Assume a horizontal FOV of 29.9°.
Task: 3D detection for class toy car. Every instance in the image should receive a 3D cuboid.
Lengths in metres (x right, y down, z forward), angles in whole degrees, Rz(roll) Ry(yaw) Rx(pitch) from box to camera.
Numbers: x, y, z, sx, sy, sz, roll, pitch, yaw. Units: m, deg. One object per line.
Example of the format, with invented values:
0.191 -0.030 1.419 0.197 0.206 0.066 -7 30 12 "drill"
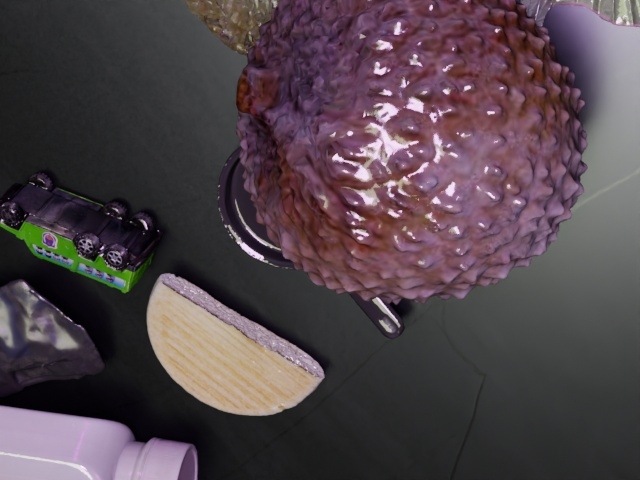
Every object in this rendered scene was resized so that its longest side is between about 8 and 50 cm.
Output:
-0.244 -0.008 1.199 0.165 0.071 0.062 21 130 8 "toy car"

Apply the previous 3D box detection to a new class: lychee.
0.069 -0.095 0.951 0.300 0.300 0.300 6 113 15 "lychee"

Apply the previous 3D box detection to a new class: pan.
0.000 0.000 1.145 0.136 0.028 0.235 -39 93 27 "pan"

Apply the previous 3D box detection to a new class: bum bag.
-0.377 0.119 1.290 0.310 0.074 0.137 -17 115 23 "bum bag"

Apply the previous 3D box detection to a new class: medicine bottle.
-0.285 0.249 1.274 0.296 0.111 0.161 6 139 6 "medicine bottle"

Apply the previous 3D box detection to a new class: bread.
-0.099 0.120 1.223 0.193 0.036 0.112 31 122 0 "bread"

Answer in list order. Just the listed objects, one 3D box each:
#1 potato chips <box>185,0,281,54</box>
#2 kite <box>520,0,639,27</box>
-0.041 -0.266 1.052 0.202 0.029 0.220 -2 112 21 "potato chips"
0.201 -0.243 0.994 0.323 0.013 0.267 20 115 9 "kite"
